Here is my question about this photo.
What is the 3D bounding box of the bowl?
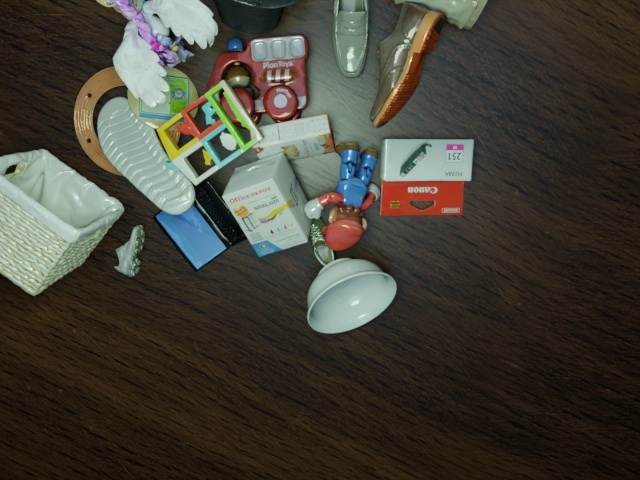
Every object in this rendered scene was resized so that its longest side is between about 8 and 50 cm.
[{"bbox_3d":[0.076,0.150,1.766,0.298,0.134,0.298,-17,141,-14],"label":"bowl"}]

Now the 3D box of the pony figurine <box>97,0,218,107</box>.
[{"bbox_3d":[-0.462,-0.577,1.540,0.351,0.363,0.303,44,100,-7],"label":"pony figurine"}]

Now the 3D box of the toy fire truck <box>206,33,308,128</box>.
[{"bbox_3d":[-0.180,-0.466,1.658,0.302,0.169,0.254,-3,94,3],"label":"toy fire truck"}]

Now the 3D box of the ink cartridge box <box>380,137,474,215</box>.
[{"bbox_3d":[0.320,-0.190,1.728,0.275,0.060,0.239,-1,101,-6],"label":"ink cartridge box"}]

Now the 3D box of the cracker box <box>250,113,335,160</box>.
[{"bbox_3d":[-0.079,-0.296,1.687,0.232,0.156,0.067,-10,78,5],"label":"cracker box"}]

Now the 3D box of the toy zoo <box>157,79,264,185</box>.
[{"bbox_3d":[-0.328,-0.289,1.600,0.293,0.030,0.192,-31,99,17],"label":"toy zoo"}]

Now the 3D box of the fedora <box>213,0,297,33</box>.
[{"bbox_3d":[-0.211,-0.687,1.587,0.334,0.334,0.152,14,136,-1],"label":"fedora"}]

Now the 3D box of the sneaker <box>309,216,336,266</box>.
[{"bbox_3d":[0.000,0.000,1.789,0.064,0.086,0.192,-22,100,7],"label":"sneaker"}]

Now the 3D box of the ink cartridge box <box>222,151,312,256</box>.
[{"bbox_3d":[-0.150,-0.107,1.683,0.171,0.168,0.232,-17,122,19],"label":"ink cartridge box"}]

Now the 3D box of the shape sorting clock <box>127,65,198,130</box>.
[{"bbox_3d":[-0.469,-0.427,1.696,0.206,0.040,0.206,2,84,-23],"label":"shape sorting clock"}]

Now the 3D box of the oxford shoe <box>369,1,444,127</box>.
[{"bbox_3d":[0.222,-0.508,1.656,0.133,0.130,0.363,35,115,18],"label":"oxford shoe"}]

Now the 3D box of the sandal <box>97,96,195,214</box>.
[{"bbox_3d":[-0.531,-0.242,1.716,0.169,0.102,0.416,-35,84,-1],"label":"sandal"}]

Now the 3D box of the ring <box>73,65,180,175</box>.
[{"bbox_3d":[-0.598,-0.369,1.763,0.337,0.032,0.336,1,103,3],"label":"ring"}]

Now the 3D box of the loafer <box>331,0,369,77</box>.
[{"bbox_3d":[0.084,-0.635,1.631,0.112,0.111,0.319,-3,102,3],"label":"loafer"}]

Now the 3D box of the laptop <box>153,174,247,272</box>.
[{"bbox_3d":[-0.377,-0.046,1.769,0.136,0.264,0.234,-42,100,-27],"label":"laptop"}]

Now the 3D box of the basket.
[{"bbox_3d":[-0.836,-0.062,1.695,0.331,0.328,0.266,36,106,-6],"label":"basket"}]

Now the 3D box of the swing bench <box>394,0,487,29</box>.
[{"bbox_3d":[0.352,-0.754,1.568,0.253,0.165,0.254,20,103,-2],"label":"swing bench"}]

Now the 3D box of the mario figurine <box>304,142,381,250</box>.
[{"bbox_3d":[0.070,-0.126,1.725,0.198,0.170,0.320,12,83,15],"label":"mario figurine"}]

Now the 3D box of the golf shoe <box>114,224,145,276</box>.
[{"bbox_3d":[-0.624,0.029,1.836,0.086,0.069,0.176,17,102,5],"label":"golf shoe"}]
